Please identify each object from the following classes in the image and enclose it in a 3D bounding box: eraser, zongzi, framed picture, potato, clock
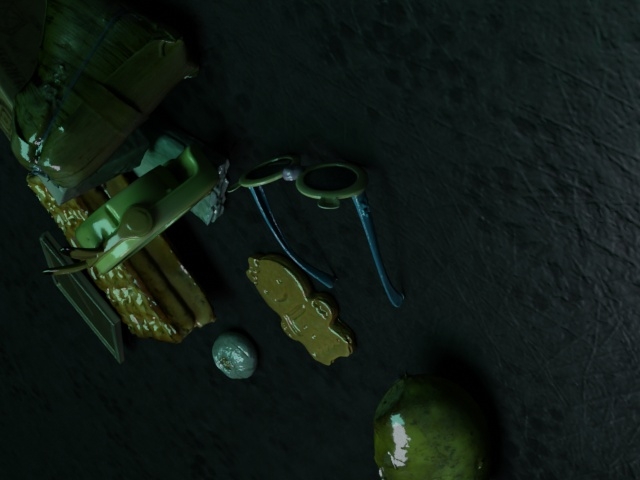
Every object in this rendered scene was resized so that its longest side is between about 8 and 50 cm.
[{"bbox_3d":[-0.377,-0.218,1.707,0.343,0.144,0.078,54,146,10],"label":"eraser"},{"bbox_3d":[-0.326,-0.215,1.604,0.274,0.251,0.125,37,166,22],"label":"zongzi"},{"bbox_3d":[-0.383,0.099,2.101,0.189,0.023,0.260,49,163,11],"label":"framed picture"},{"bbox_3d":[0.142,0.262,1.637,0.149,0.113,0.251,-16,119,6],"label":"potato"},{"bbox_3d":[-0.241,-0.023,1.631,0.069,0.232,0.170,53,146,-3],"label":"clock"}]

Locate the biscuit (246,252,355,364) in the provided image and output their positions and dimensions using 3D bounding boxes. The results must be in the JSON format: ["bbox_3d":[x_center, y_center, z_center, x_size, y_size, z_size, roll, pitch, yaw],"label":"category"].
[{"bbox_3d":[-0.027,0.092,1.760,0.133,0.027,0.184,-14,112,55],"label":"biscuit"}]

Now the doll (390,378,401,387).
[{"bbox_3d":[0.121,0.224,1.709,0.085,0.040,0.058,42,134,3],"label":"doll"}]

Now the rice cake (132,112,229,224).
[{"bbox_3d":[-0.213,-0.113,1.757,0.211,0.038,0.124,36,144,21],"label":"rice cake"}]

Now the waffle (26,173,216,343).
[{"bbox_3d":[-0.291,0.007,1.893,0.308,0.091,0.213,58,159,-14],"label":"waffle"}]

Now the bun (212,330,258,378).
[{"bbox_3d":[-0.129,0.173,1.939,0.083,0.045,0.083,26,140,24],"label":"bun"}]

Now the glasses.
[{"bbox_3d":[0.016,-0.022,1.589,0.189,0.088,0.220,11,151,42],"label":"glasses"}]
